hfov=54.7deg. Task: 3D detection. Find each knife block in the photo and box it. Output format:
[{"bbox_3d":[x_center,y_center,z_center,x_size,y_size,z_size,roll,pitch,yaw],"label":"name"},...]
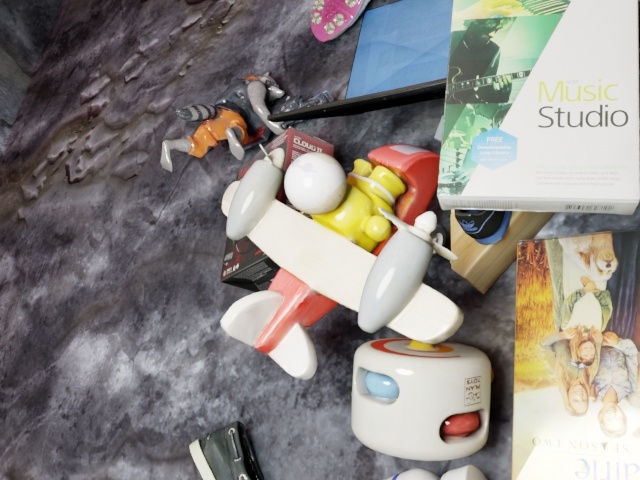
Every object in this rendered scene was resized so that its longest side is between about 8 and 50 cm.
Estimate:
[{"bbox_3d":[0.326,-0.072,0.957,0.242,0.088,0.276,-12,61,34],"label":"knife block"}]

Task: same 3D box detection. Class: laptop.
[{"bbox_3d":[0.152,-0.373,1.155,0.381,0.408,0.236,-3,100,37],"label":"laptop"}]

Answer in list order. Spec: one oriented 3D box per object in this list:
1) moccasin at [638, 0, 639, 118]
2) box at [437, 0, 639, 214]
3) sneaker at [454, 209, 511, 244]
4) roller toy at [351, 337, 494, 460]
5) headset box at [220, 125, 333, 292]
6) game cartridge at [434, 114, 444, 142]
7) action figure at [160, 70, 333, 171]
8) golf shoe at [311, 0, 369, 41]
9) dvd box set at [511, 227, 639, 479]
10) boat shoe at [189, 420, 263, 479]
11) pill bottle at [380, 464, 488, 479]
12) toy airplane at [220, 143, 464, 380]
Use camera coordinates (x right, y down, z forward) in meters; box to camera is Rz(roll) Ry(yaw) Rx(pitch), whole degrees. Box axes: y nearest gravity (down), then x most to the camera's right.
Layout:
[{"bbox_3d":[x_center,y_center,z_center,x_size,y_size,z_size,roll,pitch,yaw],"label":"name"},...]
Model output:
[{"bbox_3d":[0.436,-0.231,0.865,0.117,0.137,0.342,-45,29,46],"label":"moccasin"},{"bbox_3d":[0.279,-0.194,0.795,0.232,0.058,0.322,2,72,17],"label":"box"},{"bbox_3d":[0.252,-0.114,0.914,0.081,0.090,0.232,0,69,38],"label":"sneaker"},{"bbox_3d":[0.143,0.209,0.871,0.209,0.191,0.146,3,91,9],"label":"roller toy"},{"bbox_3d":[-0.084,-0.065,1.218,0.218,0.110,0.293,-26,52,51],"label":"headset box"},{"bbox_3d":[0.250,-0.201,1.132,0.083,0.017,0.056,13,80,41],"label":"game cartridge"},{"bbox_3d":[-0.158,-0.284,1.343,0.341,0.179,0.330,-19,25,33],"label":"action figure"},{"bbox_3d":[0.096,-0.572,1.384,0.115,0.140,0.306,52,125,16],"label":"golf shoe"},{"bbox_3d":[0.401,0.186,0.788,0.307,0.062,0.421,-7,64,36],"label":"dvd box set"},{"bbox_3d":[-0.094,0.434,1.013,0.113,0.127,0.340,-36,44,-11],"label":"boat shoe"},{"bbox_3d":[0.106,0.405,0.846,0.272,0.152,0.152,-29,53,23],"label":"pill bottle"},{"bbox_3d":[0.000,0.000,0.904,0.386,0.272,0.384,-9,44,15],"label":"toy airplane"}]
